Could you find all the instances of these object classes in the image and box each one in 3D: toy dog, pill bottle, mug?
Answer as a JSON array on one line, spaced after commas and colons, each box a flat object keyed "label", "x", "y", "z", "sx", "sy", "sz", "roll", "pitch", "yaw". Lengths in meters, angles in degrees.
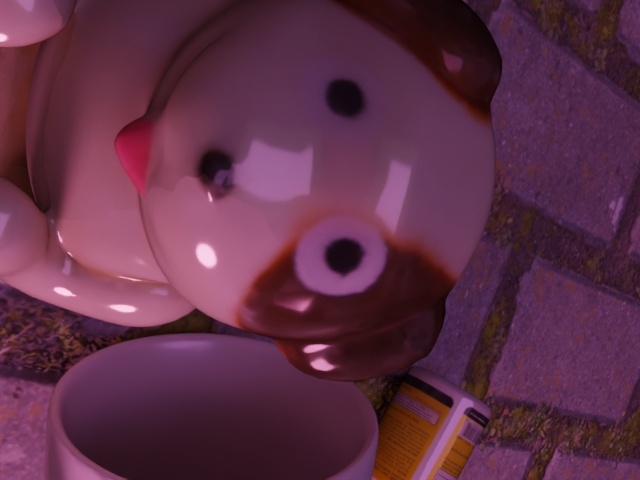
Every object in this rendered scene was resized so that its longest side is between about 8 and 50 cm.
[{"label": "toy dog", "x": -0.074, "y": -0.054, "z": 0.521, "sx": 0.395, "sy": 0.408, "sz": 0.284, "roll": 18, "pitch": 92, "yaw": -40}, {"label": "pill bottle", "x": 0.117, "y": 0.276, "z": 0.958, "sx": 0.119, "sy": 0.119, "sz": 0.208, "roll": 39, "pitch": 78, "yaw": -39}, {"label": "mug", "x": -0.143, "y": 0.294, "z": 0.652, "sx": 0.374, "sy": 0.276, "sz": 0.328, "roll": -8, "pitch": 113, "yaw": -43}]
